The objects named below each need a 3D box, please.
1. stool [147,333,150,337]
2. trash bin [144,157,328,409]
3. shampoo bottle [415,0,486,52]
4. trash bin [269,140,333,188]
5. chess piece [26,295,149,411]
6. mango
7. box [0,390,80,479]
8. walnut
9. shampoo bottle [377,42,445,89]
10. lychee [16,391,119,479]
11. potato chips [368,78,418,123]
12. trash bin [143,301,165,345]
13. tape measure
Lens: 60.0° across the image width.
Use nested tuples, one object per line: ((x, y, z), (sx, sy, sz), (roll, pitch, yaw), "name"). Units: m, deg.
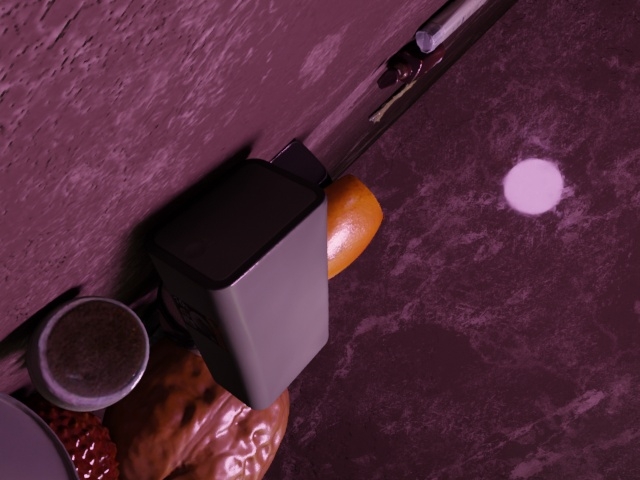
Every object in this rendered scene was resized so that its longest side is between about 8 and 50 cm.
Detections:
((-0.378, 0.345, 1.863), (0.297, 0.330, 0.297), (-44, -179, 1), "stool")
((-0.096, 0.086, 0.855), (0.223, 0.158, 0.344), (-44, 145, -32), "trash bin")
((0.277, -0.463, 1.120), (0.212, 0.049, 0.072), (-45, -176, -14), "shampoo bottle")
((-0.063, -0.103, 1.118), (0.165, 0.115, 0.225), (-42, 177, 0), "trash bin")
((-0.337, 0.162, 0.762), (0.139, 0.139, 0.271), (-44, -169, -34), "chess piece")
((0.000, 0.000, 1.070), (0.257, 0.138, 0.187), (-47, 163, -6), "mango")
((-0.327, 0.243, 0.431), (0.149, 0.226, 0.226), (-44, 180, 19), "box")
((-0.255, 0.370, 1.166), (0.398, 0.354, 0.308), (-47, -166, -32), "walnut")
((0.192, -0.374, 1.167), (0.236, 0.067, 0.068), (-44, 170, -47), "shampoo bottle")
((-0.475, 0.398, 0.916), (0.275, 0.304, 0.276), (-26, 136, -28), "lychee")
((0.226, -0.436, 1.751), (0.207, 0.028, 0.092), (-45, 179, -5), "potato chips")
((-0.248, 0.181, 1.505), (0.259, 0.295, 0.381), (-42, -173, 49), "trash bin")
((-0.226, 0.129, 1.112), (0.231, 0.271, 0.133), (-14, 126, -46), "tape measure")
